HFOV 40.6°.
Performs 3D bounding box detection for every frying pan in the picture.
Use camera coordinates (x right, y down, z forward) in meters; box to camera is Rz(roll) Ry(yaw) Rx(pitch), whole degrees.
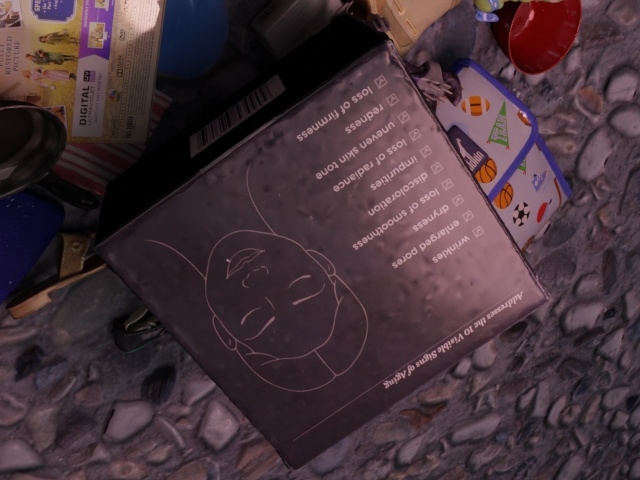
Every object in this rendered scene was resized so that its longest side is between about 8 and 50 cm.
[{"bbox_3d":[-0.394,-0.119,1.187,0.197,0.053,0.326,-44,159,28],"label":"frying pan"}]

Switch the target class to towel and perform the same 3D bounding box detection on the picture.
[{"bbox_3d":[-0.550,0.028,1.279,0.308,0.076,0.228,-52,141,3],"label":"towel"},{"bbox_3d":[-0.329,-0.165,1.336,0.144,0.029,0.197,24,102,-43],"label":"towel"}]

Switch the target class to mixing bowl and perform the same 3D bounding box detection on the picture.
[{"bbox_3d":[0.395,-0.417,1.645,0.181,0.098,0.181,-18,126,-27],"label":"mixing bowl"}]

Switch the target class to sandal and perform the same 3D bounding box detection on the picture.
[{"bbox_3d":[-0.402,0.027,1.371,0.240,0.088,0.079,-35,111,-18],"label":"sandal"}]

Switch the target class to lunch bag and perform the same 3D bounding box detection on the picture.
[{"bbox_3d":[0.269,-0.106,1.655,0.328,0.239,0.385,-51,129,-12],"label":"lunch bag"}]

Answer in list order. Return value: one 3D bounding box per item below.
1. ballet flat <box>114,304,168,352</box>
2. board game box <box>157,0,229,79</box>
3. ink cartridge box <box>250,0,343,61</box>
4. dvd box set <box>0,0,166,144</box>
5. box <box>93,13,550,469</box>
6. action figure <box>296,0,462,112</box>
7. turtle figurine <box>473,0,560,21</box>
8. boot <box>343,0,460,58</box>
[{"bbox_3d":[-0.274,0.130,1.536,0.203,0.074,0.074,-26,130,-17],"label":"ballet flat"},{"bbox_3d":[-0.224,-0.321,1.312,0.169,0.033,0.133,7,118,-33],"label":"board game box"},{"bbox_3d":[-0.023,-0.351,1.443,0.145,0.045,0.179,-46,152,-4],"label":"ink cartridge box"},{"bbox_3d":[-0.422,-0.278,1.148,0.421,0.062,0.307,-3,121,-28],"label":"dvd box set"},{"bbox_3d":[0.000,0.000,1.313,0.480,0.297,0.471,-34,113,5],"label":"box"},{"bbox_3d":[0.090,-0.288,1.432,0.285,0.099,0.185,16,147,-23],"label":"action figure"},{"bbox_3d":[0.374,-0.510,1.460,0.266,0.198,0.274,-54,163,-26],"label":"turtle figurine"},{"bbox_3d":[0.139,-0.443,1.446,0.203,0.095,0.262,-42,137,-5],"label":"boot"}]
